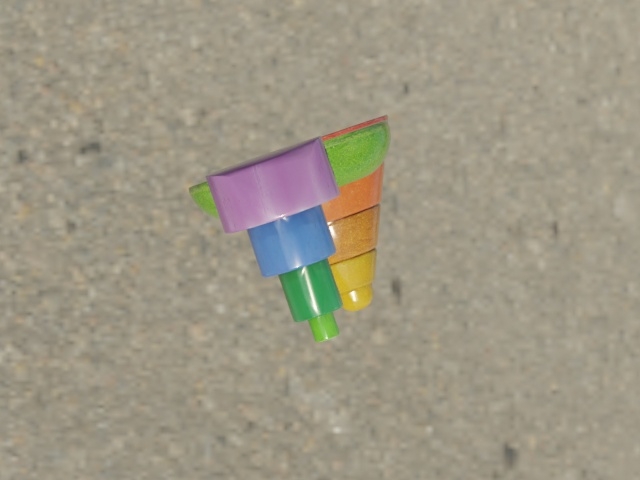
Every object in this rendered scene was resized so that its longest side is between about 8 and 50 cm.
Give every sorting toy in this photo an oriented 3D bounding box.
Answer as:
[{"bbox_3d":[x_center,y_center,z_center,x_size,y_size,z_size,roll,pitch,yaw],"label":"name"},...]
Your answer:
[{"bbox_3d":[0.000,0.000,1.027,0.365,0.127,0.126,-56,128,-84],"label":"sorting toy"}]
